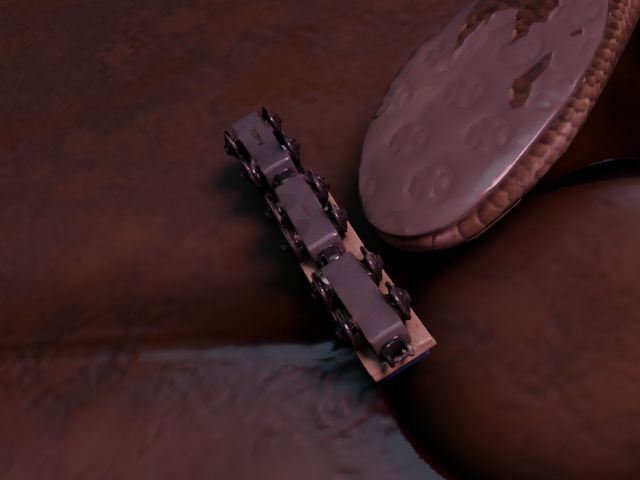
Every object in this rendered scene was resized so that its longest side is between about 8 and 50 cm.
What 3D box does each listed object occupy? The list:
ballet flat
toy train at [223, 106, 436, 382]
[{"bbox_3d":[0.093,-0.084,0.473,0.084,0.058,0.250,6,52,36],"label":"ballet flat"},{"bbox_3d":[0.000,0.000,0.431,0.027,0.036,0.158,-31,38,-2],"label":"toy train"}]
